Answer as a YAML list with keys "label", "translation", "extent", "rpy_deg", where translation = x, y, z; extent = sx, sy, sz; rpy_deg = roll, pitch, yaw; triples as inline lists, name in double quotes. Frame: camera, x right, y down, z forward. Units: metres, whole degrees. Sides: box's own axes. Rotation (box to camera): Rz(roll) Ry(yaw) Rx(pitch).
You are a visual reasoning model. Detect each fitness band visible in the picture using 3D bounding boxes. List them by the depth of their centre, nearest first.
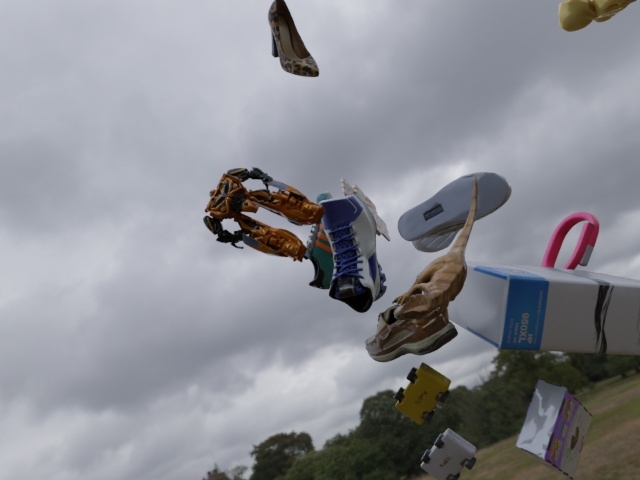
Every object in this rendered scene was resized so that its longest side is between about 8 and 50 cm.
- label: "fitness band"
  translation: [0.905, 0.025, 1.709]
  extent: [0.054, 0.290, 0.209]
  rpy_deg: [28, -11, -5]

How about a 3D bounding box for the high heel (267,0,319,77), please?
- label: "high heel"
  translation: [-0.082, -0.618, 1.427]
  extent: [0.093, 0.261, 0.186]
  rpy_deg: [-25, -39, -27]

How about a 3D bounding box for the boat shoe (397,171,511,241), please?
- label: "boat shoe"
  translation: [0.280, -0.069, 0.969]
  extent: [0.084, 0.095, 0.258]
  rpy_deg: [-3, -13, -44]

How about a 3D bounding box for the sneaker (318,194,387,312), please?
- label: "sneaker"
  translation: [0.082, 0.049, 1.173]
  extent: [0.128, 0.315, 0.182]
  rpy_deg: [-13, 16, 20]

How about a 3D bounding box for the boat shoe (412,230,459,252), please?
- label: "boat shoe"
  translation: [0.395, -0.034, 1.619]
  extent: [0.119, 0.121, 0.335]
  rpy_deg: [-22, 3, 45]

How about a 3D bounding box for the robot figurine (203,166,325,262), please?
- label: "robot figurine"
  translation: [-0.148, -0.070, 1.133]
  extent: [0.085, 0.291, 0.211]
  rpy_deg: [61, -127, -74]

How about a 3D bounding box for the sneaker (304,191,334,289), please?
- label: "sneaker"
  translation: [0.000, 0.000, 1.432]
  extent: [0.121, 0.302, 0.108]
  rpy_deg: [-6, -7, -6]

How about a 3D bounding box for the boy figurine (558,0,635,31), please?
- label: "boy figurine"
  translation: [0.792, -0.656, 1.265]
  extent: [0.285, 0.092, 0.177]
  rpy_deg: [-18, 4, 20]

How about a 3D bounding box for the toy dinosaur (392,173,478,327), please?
- label: "toy dinosaur"
  translation: [0.135, 0.032, 0.492]
  extent: [0.211, 0.064, 0.112]
  rpy_deg: [-49, -12, -45]

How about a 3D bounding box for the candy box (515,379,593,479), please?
- label: "candy box"
  translation: [0.553, 0.446, 1.098]
  extent: [0.070, 0.164, 0.196]
  rpy_deg: [7, -27, 50]

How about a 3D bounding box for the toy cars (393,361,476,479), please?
- label: "toy cars"
  translation: [0.298, 0.453, 1.180]
  extent: [0.176, 0.393, 0.087]
  rpy_deg: [-7, 23, 42]

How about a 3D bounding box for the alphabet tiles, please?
- label: "alphabet tiles"
  translation: [0.179, -0.124, 1.822]
  extent: [0.021, 0.284, 0.278]
  rpy_deg: [-39, -70, 18]

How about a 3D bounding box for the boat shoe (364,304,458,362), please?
- label: "boat shoe"
  translation: [0.201, 0.213, 1.145]
  extent: [0.123, 0.120, 0.324]
  rpy_deg: [-28, -6, -31]

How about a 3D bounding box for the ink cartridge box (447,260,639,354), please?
- label: "ink cartridge box"
  translation: [0.548, 0.153, 1.123]
  extent: [0.395, 0.166, 0.285]
  rpy_deg: [4, 4, -8]
